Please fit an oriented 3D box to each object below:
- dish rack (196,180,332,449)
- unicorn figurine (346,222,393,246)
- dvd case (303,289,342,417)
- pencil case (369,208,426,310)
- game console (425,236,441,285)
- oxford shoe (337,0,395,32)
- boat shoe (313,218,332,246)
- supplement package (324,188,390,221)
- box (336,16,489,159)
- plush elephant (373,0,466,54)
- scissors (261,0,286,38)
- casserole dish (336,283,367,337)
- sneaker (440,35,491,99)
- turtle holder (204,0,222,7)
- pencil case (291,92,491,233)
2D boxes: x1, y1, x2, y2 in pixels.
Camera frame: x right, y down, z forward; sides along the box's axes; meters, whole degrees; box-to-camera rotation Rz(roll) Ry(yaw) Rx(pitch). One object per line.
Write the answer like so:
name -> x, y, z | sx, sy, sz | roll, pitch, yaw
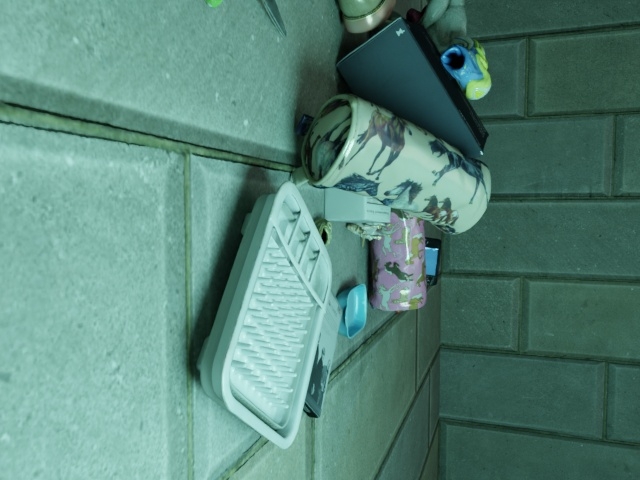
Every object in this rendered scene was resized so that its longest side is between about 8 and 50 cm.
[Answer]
dish rack -> -0.074, 0.110, 0.787 | 0.285, 0.073, 0.332 | 66, 32, -53
unicorn figurine -> 0.119, -0.025, 1.309 | 0.162, 0.111, 0.060 | 27, 75, -53
dvd case -> -0.010, 0.200, 1.038 | 0.179, 0.030, 0.238 | 65, 31, -51
pencil case -> 0.198, -0.006, 1.416 | 0.160, 0.167, 0.385 | -29, 119, -60
game console -> 0.301, 0.057, 1.573 | 0.085, 0.124, 0.143 | 140, -42, -85
oxford shoe -> 0.120, -0.647, 1.200 | 0.146, 0.141, 0.396 | 56, 37, -47
boat shoe -> 0.000, -0.002, 1.023 | 0.153, 0.048, 0.056 | -44, 132, -63
supplement package -> 0.080, -0.128, 1.124 | 0.105, 0.105, 0.179 | 2, 90, -52
box -> 0.236, -0.329, 1.281 | 0.343, 0.179, 0.312 | 57, 25, -5
plush elephant -> 0.278, -0.592, 1.526 | 0.272, 0.256, 0.329 | 74, 16, -62
scissors -> -0.087, -0.350, 0.746 | 0.297, 0.021, 0.109 | 85, 25, -71
casserole dish -> 0.072, 0.163, 1.261 | 0.188, 0.037, 0.114 | -12, 102, -70
sneaker -> 0.344, -0.453, 1.298 | 0.126, 0.091, 0.240 | 34, 34, -37
turtle holder -> -0.096, -0.400, 0.447 | 0.227, 0.243, 0.320 | 30, 71, -49
pencil case -> 0.150, -0.127, 1.001 | 0.411, 0.183, 0.159 | 16, 52, -36
